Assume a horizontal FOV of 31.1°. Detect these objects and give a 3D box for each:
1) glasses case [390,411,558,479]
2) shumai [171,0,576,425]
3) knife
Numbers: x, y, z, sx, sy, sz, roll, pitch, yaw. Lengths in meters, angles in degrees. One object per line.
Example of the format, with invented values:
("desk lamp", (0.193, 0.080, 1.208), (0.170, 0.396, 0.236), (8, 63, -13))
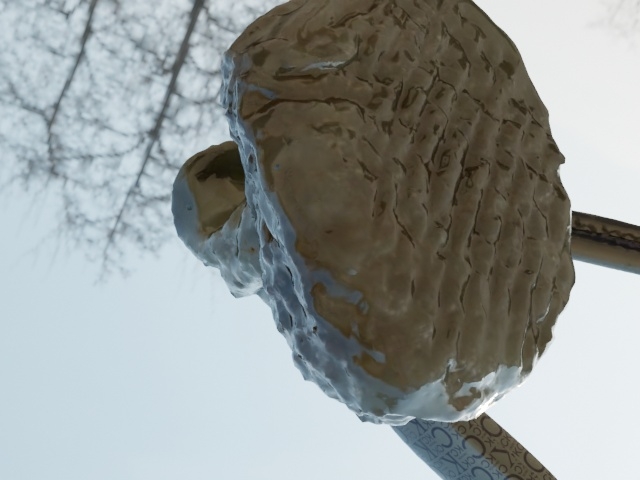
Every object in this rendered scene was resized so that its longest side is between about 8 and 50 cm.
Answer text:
("glasses case", (0.236, 0.329, 1.740), (0.355, 0.137, 0.085), (42, -128, 6))
("shumai", (0.000, 0.000, 0.761), (0.267, 0.262, 0.314), (26, -129, -31))
("knife", (0.246, 0.005, 0.935), (0.365, 0.043, 0.089), (16, -152, 10))
